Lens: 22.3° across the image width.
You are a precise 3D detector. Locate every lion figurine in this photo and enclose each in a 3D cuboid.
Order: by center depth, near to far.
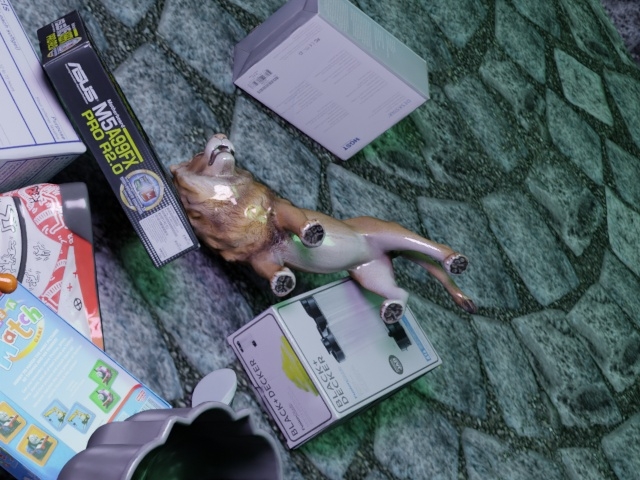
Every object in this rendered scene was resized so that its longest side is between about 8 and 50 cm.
[{"bbox_3d":[0.000,0.000,2.086,0.392,0.142,0.240,22,8,-30],"label":"lion figurine"}]

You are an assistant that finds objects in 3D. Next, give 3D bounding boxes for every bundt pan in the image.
[{"bbox_3d":[-0.164,0.311,1.578,0.331,0.124,0.331,-14,107,-56],"label":"bundt pan"}]

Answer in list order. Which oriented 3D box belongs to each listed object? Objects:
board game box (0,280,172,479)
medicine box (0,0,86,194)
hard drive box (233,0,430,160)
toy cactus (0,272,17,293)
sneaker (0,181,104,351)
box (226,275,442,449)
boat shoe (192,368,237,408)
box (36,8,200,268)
[{"bbox_3d":[-0.276,0.164,1.643,0.211,0.039,0.160,41,51,-9],"label":"board game box"},{"bbox_3d":[-0.438,-0.161,1.721,0.289,0.149,0.263,-12,71,-57],"label":"medicine box"},{"bbox_3d":[0.016,-0.246,2.376,0.232,0.181,0.089,35,36,-31],"label":"hard drive box"},{"bbox_3d":[-0.390,0.079,1.578,0.112,0.219,0.180,25,83,-47],"label":"toy cactus"},{"bbox_3d":[-0.309,0.075,1.742,0.090,0.145,0.270,-135,-140,-78],"label":"sneaker"},{"bbox_3d":[0.024,0.145,2.112,0.290,0.087,0.169,-17,74,-57],"label":"box"},{"bbox_3d":[-0.128,0.205,1.902,0.142,0.049,0.040,-72,154,-54],"label":"boat shoe"},{"bbox_3d":[-0.237,-0.122,1.881,0.270,0.060,0.216,63,-2,-20],"label":"box"}]
